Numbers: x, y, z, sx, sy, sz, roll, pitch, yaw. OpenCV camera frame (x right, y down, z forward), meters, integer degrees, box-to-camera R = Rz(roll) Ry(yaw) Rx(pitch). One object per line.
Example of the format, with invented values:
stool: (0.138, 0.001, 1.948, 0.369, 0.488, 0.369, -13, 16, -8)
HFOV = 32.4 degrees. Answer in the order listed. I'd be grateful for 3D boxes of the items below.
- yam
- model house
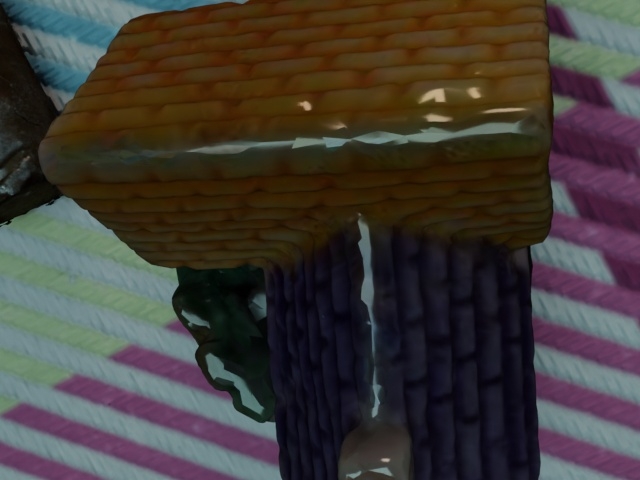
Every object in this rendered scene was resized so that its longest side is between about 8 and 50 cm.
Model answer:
yam: (-0.191, -0.081, 0.607, 0.079, 0.079, 0.141, -24, 92, 15)
model house: (0.000, 0.000, 0.497, 0.202, 0.237, 0.237, 2, 100, 10)
